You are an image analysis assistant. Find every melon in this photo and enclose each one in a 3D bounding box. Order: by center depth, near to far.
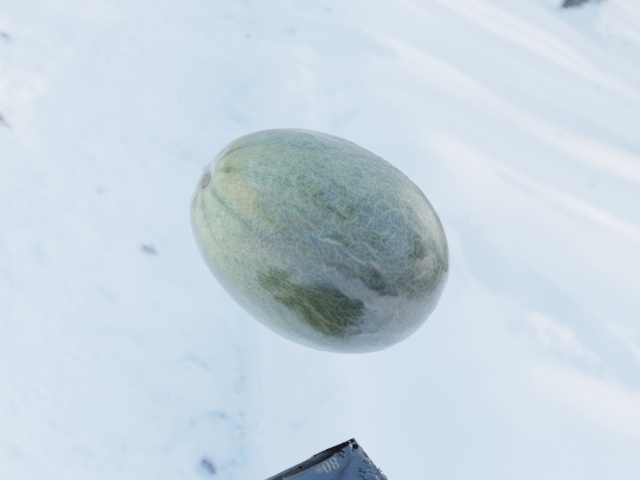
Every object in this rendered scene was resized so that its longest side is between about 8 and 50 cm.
[{"bbox_3d":[0.000,0.000,1.505,0.329,0.248,0.248,32,19,-17],"label":"melon"}]

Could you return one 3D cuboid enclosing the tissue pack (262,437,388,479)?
[{"bbox_3d":[-0.063,0.393,1.349,0.370,0.198,0.210,-21,56,-31],"label":"tissue pack"}]
